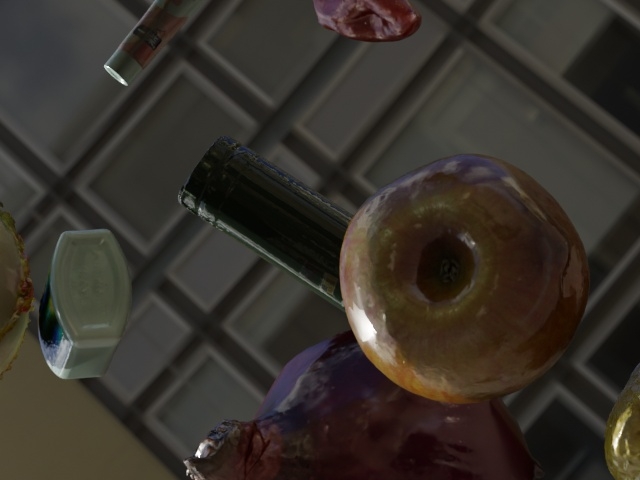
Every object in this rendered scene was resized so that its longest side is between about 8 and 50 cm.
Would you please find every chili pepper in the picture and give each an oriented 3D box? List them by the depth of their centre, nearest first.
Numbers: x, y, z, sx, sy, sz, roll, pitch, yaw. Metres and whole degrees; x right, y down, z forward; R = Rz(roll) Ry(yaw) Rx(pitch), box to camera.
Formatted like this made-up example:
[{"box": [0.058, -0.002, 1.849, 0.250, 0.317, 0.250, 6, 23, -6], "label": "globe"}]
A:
[{"box": [0.034, -0.195, 1.660, 0.050, 0.191, 0.059, -34, -65, -17], "label": "chili pepper"}]

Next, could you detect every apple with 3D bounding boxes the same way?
[{"box": [0.119, 0.031, 1.636, 0.211, 0.211, 0.188, -49, -22, 1], "label": "apple"}]

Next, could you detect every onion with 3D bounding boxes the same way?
[{"box": [0.020, 0.239, 1.933, 0.385, 0.348, 0.348, 20, -68, -39], "label": "onion"}]

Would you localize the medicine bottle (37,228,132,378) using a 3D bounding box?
[{"box": [-0.246, 0.076, 2.005, 0.083, 0.121, 0.229, -4, -17, -15], "label": "medicine bottle"}]

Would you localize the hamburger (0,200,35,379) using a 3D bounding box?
[{"box": [-0.445, 0.066, 2.096, 0.294, 0.276, 0.179, -41, -26, -4], "label": "hamburger"}]

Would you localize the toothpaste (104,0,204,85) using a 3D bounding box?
[{"box": [-0.155, -0.254, 2.103, 0.205, 0.056, 0.036, -52, 2, -10], "label": "toothpaste"}]

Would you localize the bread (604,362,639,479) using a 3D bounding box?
[{"box": [0.337, 0.159, 1.662, 0.197, 0.170, 0.197, -44, -16, -16], "label": "bread"}]

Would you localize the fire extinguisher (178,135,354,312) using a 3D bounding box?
[{"box": [0.000, 0.000, 2.124, 0.095, 0.311, 0.114, -48, -11, -44], "label": "fire extinguisher"}]
